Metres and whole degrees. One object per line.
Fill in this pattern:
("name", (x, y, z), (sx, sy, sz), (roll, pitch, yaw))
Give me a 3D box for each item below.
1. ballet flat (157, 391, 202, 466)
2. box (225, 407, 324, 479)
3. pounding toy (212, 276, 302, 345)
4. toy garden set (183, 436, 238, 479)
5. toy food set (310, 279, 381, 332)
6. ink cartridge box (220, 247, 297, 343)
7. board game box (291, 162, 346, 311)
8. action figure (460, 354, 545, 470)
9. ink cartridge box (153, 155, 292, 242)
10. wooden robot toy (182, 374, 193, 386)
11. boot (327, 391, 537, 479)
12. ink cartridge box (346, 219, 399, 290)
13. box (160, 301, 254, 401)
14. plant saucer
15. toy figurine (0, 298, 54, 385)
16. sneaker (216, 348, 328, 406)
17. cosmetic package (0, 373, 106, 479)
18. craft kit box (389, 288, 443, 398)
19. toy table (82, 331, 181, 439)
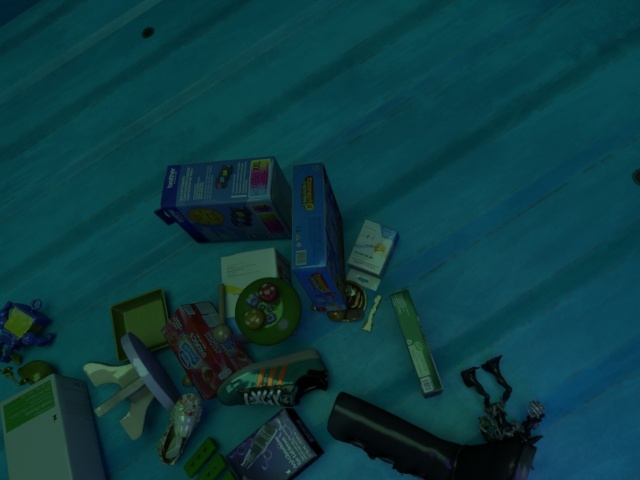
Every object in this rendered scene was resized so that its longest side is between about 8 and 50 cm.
("ballet flat", (-0.383, 0.528, 1.421), (0.091, 0.077, 0.241), (16, 115, -20))
("box", (-0.120, 0.572, 1.377), (0.207, 0.108, 0.153), (-40, 69, -3))
("pounding toy", (-0.173, 0.176, 1.337), (0.236, 0.110, 0.183), (-5, 71, 8))
("toy garden set", (-0.300, 0.687, 1.370), (0.204, 0.049, 0.244), (-50, 42, -4))
("toy food set", (0.073, 0.178, 1.502), (0.192, 0.038, 0.132), (19, 77, 18))
("ink cartridge box", (-0.177, 0.161, 1.493), (0.168, 0.171, 0.233), (-11, 70, 8))
("board game box", (0.000, 0.000, 1.415), (0.086, 0.302, 0.308), (-7, 62, 10))
("action figure", (0.455, 0.436, 1.277), (0.164, 0.141, 0.276), (-20, 67, -7))
("ink cartridge box", (-0.293, -0.111, 1.558), (0.395, 0.270, 0.151), (-1, 66, 13))
("wooden robot toy", (-0.386, 0.395, 1.521), (0.079, 0.076, 0.173), (-39, 67, 10))
("boot", (0.230, 0.468, 1.208), (0.445, 0.367, 0.146), (25, 56, 19))
("ink cartridge box", (0.149, 0.044, 1.518), (0.104, 0.061, 0.181), (20, 78, 18))
("box", (-0.324, 0.311, 1.483), (0.123, 0.128, 0.257), (-49, 67, 22))
("plant saucer", (-0.551, 0.265, 1.612), (0.188, 0.045, 0.188), (-20, 69, 5))
("toy figurine", (-0.946, 0.286, 1.626), (0.362, 0.191, 0.217), (25, 74, 18))
("sneaker", (-0.122, 0.394, 1.389), (0.302, 0.108, 0.121), (-17, 45, -14))
("cosmetic package", (-0.759, 0.597, 1.473), (0.196, 0.155, 0.366), (-30, 60, 1))
("craft kit box", (0.246, 0.271, 1.321), (0.060, 0.247, 0.250), (-18, 69, 3))
("toy table", (-0.529, 0.417, 1.461), (0.160, 0.252, 0.274), (-35, 79, -10))
